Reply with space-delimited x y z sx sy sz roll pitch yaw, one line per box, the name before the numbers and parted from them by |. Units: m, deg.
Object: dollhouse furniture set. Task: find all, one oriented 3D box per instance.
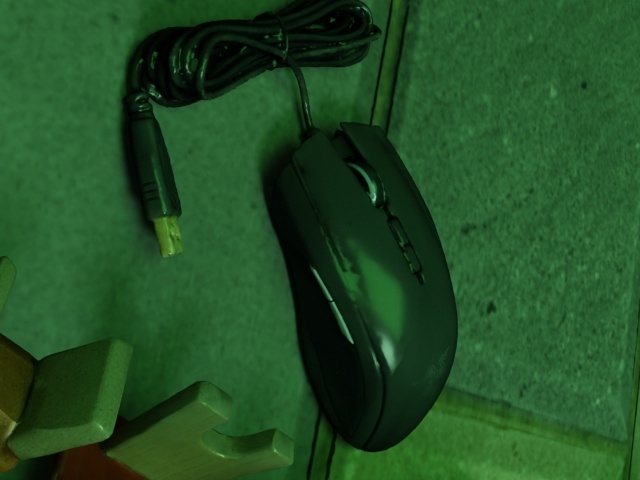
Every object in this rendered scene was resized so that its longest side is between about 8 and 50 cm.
dollhouse furniture set | -0.089 0.182 0.359 0.262 0.135 0.259 43 35 -33

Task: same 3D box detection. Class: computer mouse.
computer mouse | 0.000 0.000 0.503 0.184 0.060 0.262 -18 99 -44
